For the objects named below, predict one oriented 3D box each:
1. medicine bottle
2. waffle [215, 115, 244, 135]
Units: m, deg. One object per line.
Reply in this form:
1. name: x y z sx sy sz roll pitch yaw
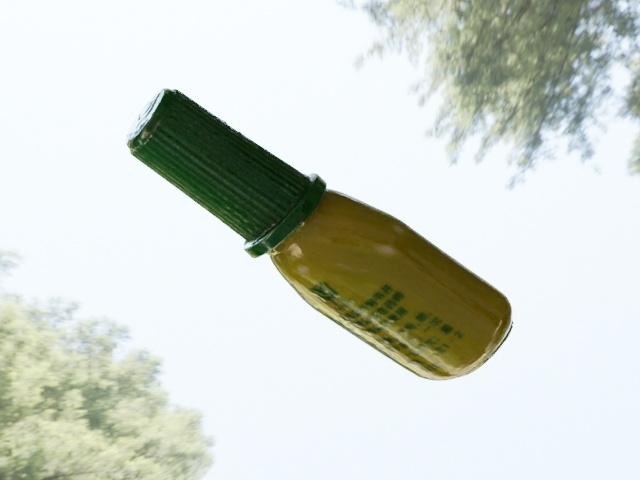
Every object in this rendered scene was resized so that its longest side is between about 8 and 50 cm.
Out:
1. medicine bottle: 0.000 0.000 0.813 0.309 0.111 0.076 34 -134 -22
2. waffle: -0.069 -0.065 0.889 0.016 0.078 0.085 -43 -124 21
